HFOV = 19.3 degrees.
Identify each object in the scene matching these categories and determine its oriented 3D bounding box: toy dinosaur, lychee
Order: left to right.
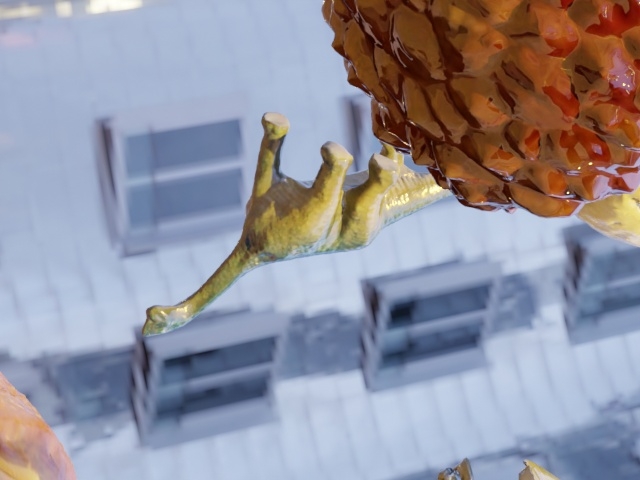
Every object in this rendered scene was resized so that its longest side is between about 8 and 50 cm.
[{"bbox_3d":[0.000,0.000,1.410,0.075,0.247,0.188,53,-49,41],"label":"toy dinosaur"},{"bbox_3d":[0.085,-0.105,0.612,0.188,0.188,0.188,39,-45,55],"label":"lychee"}]

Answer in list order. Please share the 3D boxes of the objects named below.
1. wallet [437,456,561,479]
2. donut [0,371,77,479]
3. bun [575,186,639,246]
[{"bbox_3d":[0.142,0.198,0.491,0.309,0.077,0.223,49,13,-39],"label":"wallet"},{"bbox_3d":[-0.216,0.181,0.799,0.159,0.330,0.330,8,-68,24],"label":"donut"},{"bbox_3d":[0.341,-0.149,1.513,0.352,0.349,0.227,58,-14,32],"label":"bun"}]
